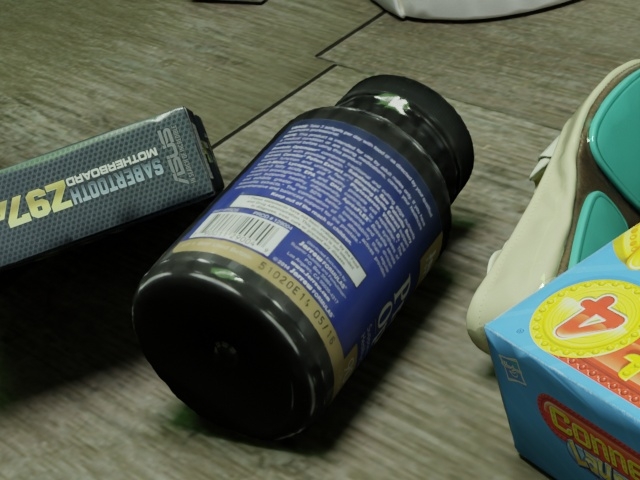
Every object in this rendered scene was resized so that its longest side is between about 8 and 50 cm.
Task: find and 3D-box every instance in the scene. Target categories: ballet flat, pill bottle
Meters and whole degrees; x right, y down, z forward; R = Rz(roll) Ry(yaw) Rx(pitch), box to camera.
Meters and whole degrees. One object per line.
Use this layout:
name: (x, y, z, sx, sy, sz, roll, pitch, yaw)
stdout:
ballet flat: (0.147, -0.019, 0.895, 0.086, 0.086, 0.248, 2, 38, 29)
pill bottle: (0.000, 0.000, 0.892, 0.123, 0.123, 0.219, 6, 40, 34)

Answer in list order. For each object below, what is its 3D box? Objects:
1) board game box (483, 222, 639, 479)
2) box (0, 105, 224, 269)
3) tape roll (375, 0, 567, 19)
board game box: (0.287, 0.051, 0.701, 0.302, 0.086, 0.308, -31, 34, -20)
box: (-0.156, -0.026, 0.980, 0.183, 0.059, 0.233, -19, 3, -2)
tape roll: (0.156, -0.289, 1.273, 0.286, 0.100, 0.286, -13, 33, 9)
